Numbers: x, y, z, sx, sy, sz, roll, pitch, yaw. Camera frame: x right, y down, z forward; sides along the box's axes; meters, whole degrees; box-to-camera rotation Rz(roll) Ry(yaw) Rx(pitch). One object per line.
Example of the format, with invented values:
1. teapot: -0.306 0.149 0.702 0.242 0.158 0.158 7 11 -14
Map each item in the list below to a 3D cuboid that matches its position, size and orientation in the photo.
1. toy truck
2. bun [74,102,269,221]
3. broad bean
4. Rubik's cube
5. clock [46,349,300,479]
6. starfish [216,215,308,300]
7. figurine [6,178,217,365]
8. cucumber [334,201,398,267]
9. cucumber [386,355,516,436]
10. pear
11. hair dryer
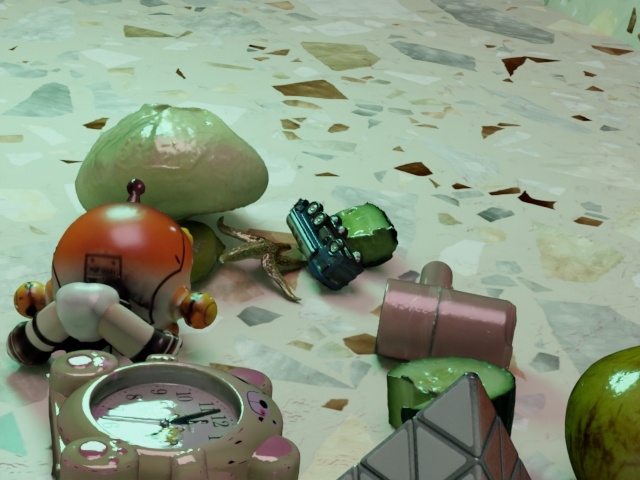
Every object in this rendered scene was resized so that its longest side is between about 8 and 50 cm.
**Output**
1. toy truck: 0.000 0.000 2.164 0.074 0.088 0.201 36 17 -43
2. bun: -0.274 -0.146 2.225 0.361 0.213 0.361 -8 8 1
3. broad bean: -0.238 0.029 2.105 0.124 0.082 0.174 14 36 20
4. Rubik's cube: 0.163 0.325 1.511 0.233 0.229 0.228 45 74 -1
5. clock: -0.196 0.252 1.604 0.309 0.114 0.284 0 25 -17
6. starfish: -0.096 0.028 2.124 0.223 0.050 0.217 -9 55 -51
7. figurine: -0.312 0.062 1.870 0.320 0.196 0.323 3 35 6
8. cucumber: 0.077 -0.007 2.249 0.115 0.085 0.193 -29 26 1
9. cucumber: 0.183 0.240 1.714 0.191 0.130 0.191 5 21 -2
10. pear: 0.448 0.262 1.592 0.284 0.283 0.283 6 26 -3
11. hair dryer: 0.211 0.103 2.031 0.210 0.125 0.352 10 19 4
